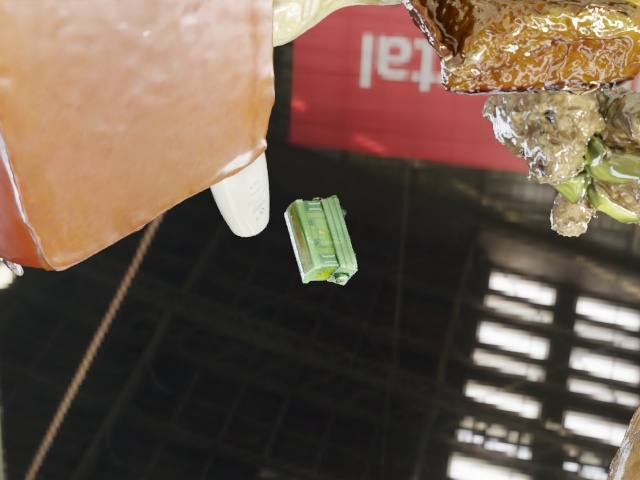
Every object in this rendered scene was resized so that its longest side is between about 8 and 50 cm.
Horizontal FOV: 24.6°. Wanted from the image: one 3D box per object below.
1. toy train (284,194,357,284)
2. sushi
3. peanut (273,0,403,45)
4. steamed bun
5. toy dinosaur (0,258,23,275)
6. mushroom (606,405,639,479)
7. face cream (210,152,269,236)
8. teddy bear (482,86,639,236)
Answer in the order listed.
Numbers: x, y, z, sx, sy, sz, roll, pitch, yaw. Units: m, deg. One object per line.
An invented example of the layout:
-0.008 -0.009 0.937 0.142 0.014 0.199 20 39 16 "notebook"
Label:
0.000 0.000 1.431 0.056 0.038 0.093 -2 -118 -27 "toy train"
0.211 -0.223 1.416 0.296 0.167 0.179 -7 -124 -1 "sushi"
0.025 -0.282 1.468 0.298 0.120 0.136 -25 -125 -8 "peanut"
-0.171 -0.190 0.839 0.235 0.379 0.248 -32 -130 -26 "steamed bun"
-0.319 -0.087 1.347 0.077 0.294 0.162 -21 -123 6 "toy dinosaur"
0.335 0.180 1.279 0.156 0.151 0.285 9 -172 31 "mushroom"
-0.089 -0.075 1.568 0.051 0.182 0.072 33 -115 27 "face cream"
0.325 -0.069 1.628 0.222 0.246 0.296 -3 -116 -15 "teddy bear"
